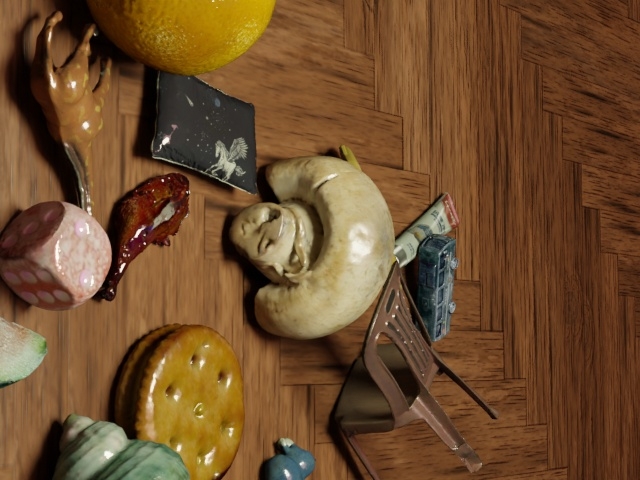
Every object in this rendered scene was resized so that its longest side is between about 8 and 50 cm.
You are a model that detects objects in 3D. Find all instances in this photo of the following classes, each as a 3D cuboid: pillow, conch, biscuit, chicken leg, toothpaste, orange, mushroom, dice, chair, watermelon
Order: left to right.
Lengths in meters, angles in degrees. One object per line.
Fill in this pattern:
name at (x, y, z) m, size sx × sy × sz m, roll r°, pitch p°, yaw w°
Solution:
watermelon at (-0.353, 0.120, 1.596) m, size 0.180 × 0.081 × 0.094 m, roll 21°, pitch 53°, yaw -70°
dice at (-0.294, 0.017, 1.664) m, size 0.094 × 0.093 × 0.091 m, roll 54°, pitch 46°, yaw -37°
conch at (-0.218, 0.319, 1.694) m, size 0.277 × 0.195 × 0.220 m, roll 59°, pitch 16°, yaw 1°
chicken leg at (-0.214, -0.012, 1.828) m, size 0.205 × 0.053 × 0.093 m, roll -41°, pitch 135°, yaw -45°
orange at (-0.162, -0.305, 1.774) m, size 0.236 × 0.236 × 0.236 m, roll 7°, pitch 81°, yaw -55°
biscuit at (-0.166, 0.209, 1.857) m, size 0.220 × 0.066 × 0.221 m, roll 5°, pitch 84°, yaw -56°
pillow at (-0.145, -0.143, 1.928) m, size 0.208 × 0.055 × 0.141 m, roll 25°, pitch 60°, yaw -52°
mushroom at (0.000, 0.000, 2.014) m, size 0.195 × 0.189 × 0.254 m, roll 25°, pitch 61°, yaw -54°
chair at (0.097, 0.194, 2.143) m, size 0.326 × 0.183 × 0.176 m, roll 55°, pitch 41°, yaw -30°
toothpaste at (0.161, -0.010, 2.382) m, size 0.239 × 0.039 × 0.062 m, roll -37°, pitch 110°, yaw -53°

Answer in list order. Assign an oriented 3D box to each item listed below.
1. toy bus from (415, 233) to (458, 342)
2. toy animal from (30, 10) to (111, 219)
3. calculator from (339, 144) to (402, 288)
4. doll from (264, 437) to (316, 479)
toy bus at (0.179, 0.075, 2.358) m, size 0.065 × 0.047 × 0.166 m, roll -32°, pitch 129°, yaw -51°
toy animal at (-0.277, -0.121, 1.734) m, size 0.224 × 0.066 × 0.230 m, roll 65°, pitch 26°, yaw -59°
calculator at (0.071, -0.031, 2.184) m, size 0.157 × 0.033 × 0.237 m, roll -108°, pitch 179°, yaw -70°
doll at (-0.045, 0.310, 2.044) m, size 0.083 × 0.050 × 0.076 m, roll -39°, pitch 114°, yaw -48°
